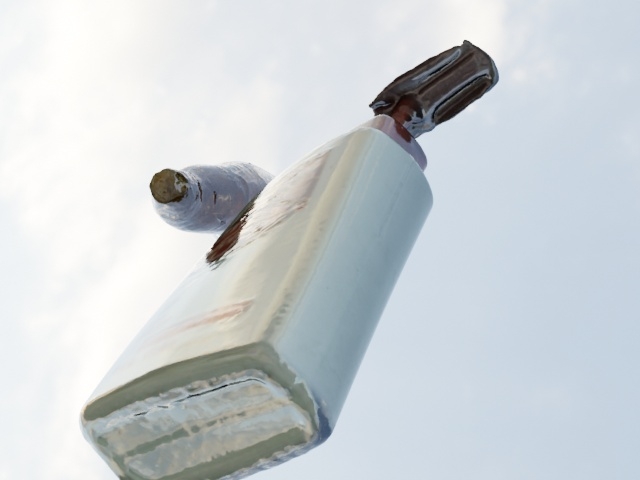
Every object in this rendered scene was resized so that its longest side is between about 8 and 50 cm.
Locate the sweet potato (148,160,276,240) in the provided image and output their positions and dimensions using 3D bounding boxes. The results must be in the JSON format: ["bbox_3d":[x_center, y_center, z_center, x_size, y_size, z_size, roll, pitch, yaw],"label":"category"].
[{"bbox_3d":[-0.047,-0.020,0.960,0.057,0.264,0.057,-2,-98,11],"label":"sweet potato"}]

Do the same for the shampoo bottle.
[{"bbox_3d":[0.000,0.000,0.786,0.153,0.071,0.284,-27,-158,43],"label":"shampoo bottle"}]
